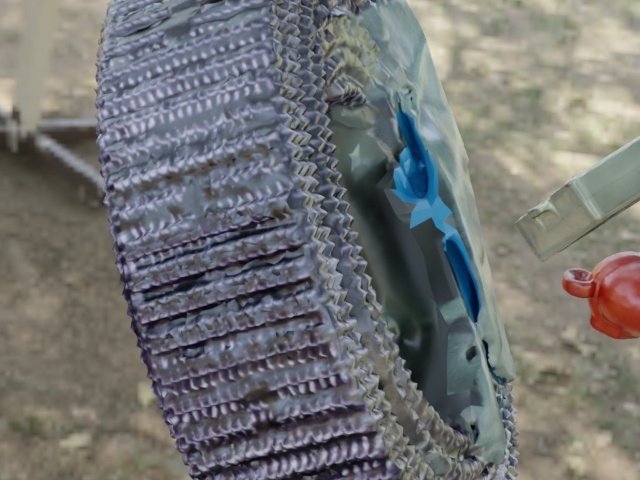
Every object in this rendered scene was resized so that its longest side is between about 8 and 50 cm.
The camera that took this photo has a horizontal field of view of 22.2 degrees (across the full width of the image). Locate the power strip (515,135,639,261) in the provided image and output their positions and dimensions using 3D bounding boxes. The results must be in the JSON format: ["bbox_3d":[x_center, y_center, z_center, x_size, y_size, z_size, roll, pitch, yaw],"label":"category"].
[{"bbox_3d":[0.312,-0.091,1.326,0.367,0.106,0.043,-31,84,-26],"label":"power strip"}]

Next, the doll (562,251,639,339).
[{"bbox_3d":[0.440,0.072,1.775,0.363,0.160,0.182,8,23,-5],"label":"doll"}]

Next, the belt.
[{"bbox_3d":[0.000,0.000,0.762,0.122,0.324,0.260,-18,-13,21],"label":"belt"}]
